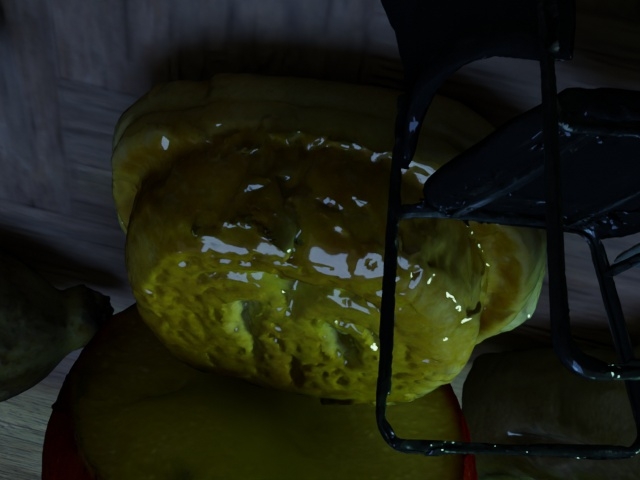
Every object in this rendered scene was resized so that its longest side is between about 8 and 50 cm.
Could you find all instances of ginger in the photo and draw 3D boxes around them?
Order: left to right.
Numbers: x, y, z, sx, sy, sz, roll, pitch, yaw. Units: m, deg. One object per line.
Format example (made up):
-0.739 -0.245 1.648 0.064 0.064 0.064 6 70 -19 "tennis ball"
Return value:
0.205 0.114 0.926 0.263 0.109 0.116 -8 162 38 "ginger"

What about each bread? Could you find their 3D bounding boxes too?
0.000 -0.002 0.791 0.236 0.120 0.198 6 147 12 "bread"

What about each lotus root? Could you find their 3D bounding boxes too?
-0.252 0.057 1.031 0.214 0.138 0.138 0 152 4 "lotus root"

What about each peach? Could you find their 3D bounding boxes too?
-0.036 0.148 0.888 0.281 0.281 0.338 16 170 -4 "peach"

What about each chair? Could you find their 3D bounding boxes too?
0.106 -0.031 0.628 0.145 0.221 0.140 5 158 -29 "chair"

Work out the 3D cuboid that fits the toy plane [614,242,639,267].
0.279 0.006 0.705 0.262 0.088 0.192 14 149 0 "toy plane"
